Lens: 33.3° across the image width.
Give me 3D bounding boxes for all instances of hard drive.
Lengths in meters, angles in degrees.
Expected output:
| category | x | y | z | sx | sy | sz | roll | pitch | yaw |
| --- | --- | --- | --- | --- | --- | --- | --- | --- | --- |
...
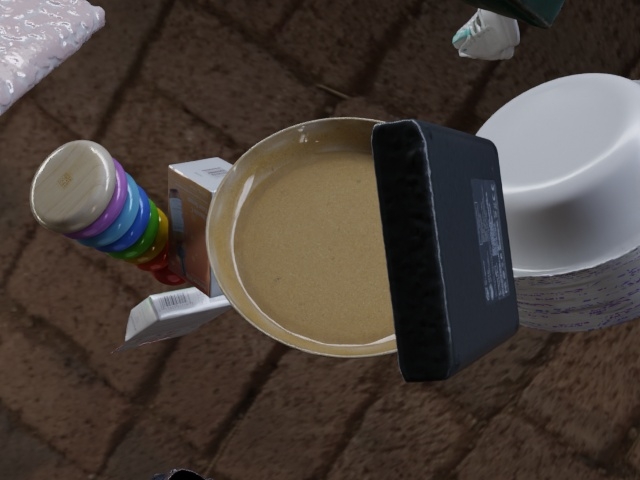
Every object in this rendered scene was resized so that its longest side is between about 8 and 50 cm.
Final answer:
| category | x | y | z | sx | sy | sz | roll | pitch | yaw |
| --- | --- | --- | --- | --- | --- | --- | --- | --- | --- |
| hard drive | 0.056 | 0.002 | 0.441 | 0.022 | 0.135 | 0.094 | -7 | 89 | 20 |

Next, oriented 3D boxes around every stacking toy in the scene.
| category | x | y | z | sx | sy | sz | roll | pitch | yaw |
| --- | --- | --- | --- | --- | --- | --- | --- | --- | --- |
| stacking toy | -0.285 | -0.022 | 1.625 | 0.141 | 0.330 | 0.141 | -11 | 64 | 23 |

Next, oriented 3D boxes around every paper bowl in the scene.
| category | x | y | z | sx | sy | sz | roll | pitch | yaw |
| --- | --- | --- | --- | --- | --- | --- | --- | --- | --- |
| paper bowl | 0.260 | -0.058 | 1.086 | 0.284 | 0.284 | 0.148 | -23 | 125 | 17 |

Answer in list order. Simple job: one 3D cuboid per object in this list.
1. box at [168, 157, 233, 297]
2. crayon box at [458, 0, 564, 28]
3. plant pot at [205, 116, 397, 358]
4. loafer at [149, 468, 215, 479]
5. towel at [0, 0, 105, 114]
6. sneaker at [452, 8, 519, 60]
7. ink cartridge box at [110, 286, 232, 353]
| category | x | y | z | sx | sy | sz | roll | pitch | yaw |
| --- | --- | --- | --- | --- | --- | --- | --- | --- | --- |
| box | -0.158 | -0.021 | 1.594 | 0.130 | 0.091 | 0.170 | 28 | 123 | 47 |
| crayon box | 0.035 | -0.252 | 0.566 | 0.323 | 0.083 | 0.203 | 33 | 97 | 47 |
| plant pot | 0.022 | -0.002 | 0.902 | 0.236 | 0.032 | 0.236 | 1 | 59 | -1 |
| loafer | -0.154 | 0.326 | 1.336 | 0.109 | 0.302 | 0.095 | -5 | 96 | -22 |
| towel | -0.522 | -0.307 | 1.518 | 0.317 | 0.332 | 0.053 | 26 | 134 | 7 |
| sneaker | 0.243 | -0.311 | 1.590 | 0.094 | 0.212 | 0.080 | -9 | 78 | 4 |
| ink cartridge box | -0.280 | 0.142 | 2.000 | 0.225 | 0.181 | 0.056 | -30 | 76 | 50 |
